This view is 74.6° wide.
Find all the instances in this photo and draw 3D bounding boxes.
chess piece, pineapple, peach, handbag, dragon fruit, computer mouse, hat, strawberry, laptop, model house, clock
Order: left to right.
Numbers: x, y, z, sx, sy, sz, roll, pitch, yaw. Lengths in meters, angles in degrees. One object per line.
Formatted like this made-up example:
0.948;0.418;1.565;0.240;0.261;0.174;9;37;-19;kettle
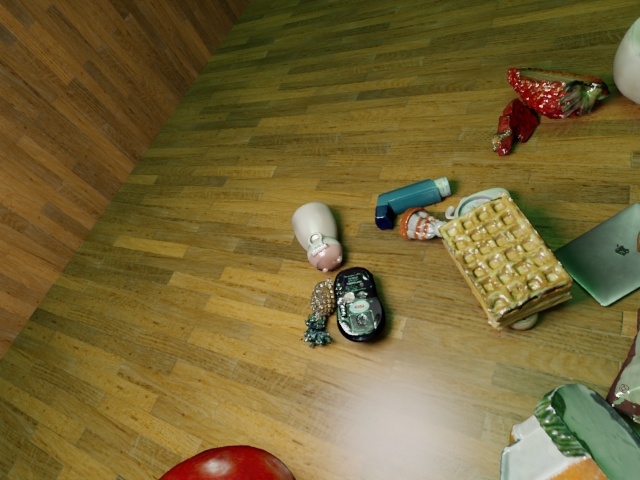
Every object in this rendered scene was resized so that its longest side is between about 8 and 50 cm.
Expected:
-0.236;0.638;0.940;0.406;0.335;0.310;-41;27;2;peach
0.007;0.213;1.278;0.103;0.083;0.222;1;58;25;pineapple
0.111;0.189;1.222;0.137;0.096;0.234;-6;56;1;computer mouse
0.324;-0.041;1.269;0.112;0.094;0.162;-49;41;-13;hat
0.472;-0.069;1.243;0.190;0.062;0.152;-14;54;20;clock
0.620;-0.351;1.379;0.192;0.122;0.092;-63;14;-18;dragon fruit
0.503;0.185;1.060;0.083;0.038;0.084;-15;53;21;chess piece
0.739;-0.476;1.356;0.233;0.138;0.306;-8;31;-17;strawberry
0.465;0.472;0.818;0.301;0.190;0.272;-54;53;30;model house
0.753;0.029;1.051;0.269;0.015;0.188;-33;48;4;laptop
0.714;0.270;0.825;0.212;0.127;0.235;22;72;36;handbag

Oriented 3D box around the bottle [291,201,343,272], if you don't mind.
0.000;0.000;1.398;0.147;0.147;0.237;-27;53;8;bottle

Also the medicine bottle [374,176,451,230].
0.295;-0.128;1.370;0.258;0.079;0.124;-19;46;15;medicine bottle

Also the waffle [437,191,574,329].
0.463;0.049;1.078;0.212;0.091;0.308;-29;52;11;waffle

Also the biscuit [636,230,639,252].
0.826;0.044;0.951;0.183;0.047;0.320;5;70;38;biscuit

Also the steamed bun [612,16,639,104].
1.002;-0.501;1.170;0.323;0.206;0.325;-13;55;18;steamed bun
